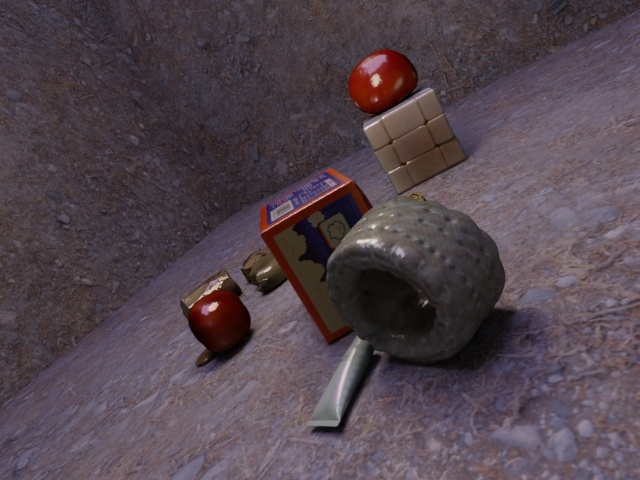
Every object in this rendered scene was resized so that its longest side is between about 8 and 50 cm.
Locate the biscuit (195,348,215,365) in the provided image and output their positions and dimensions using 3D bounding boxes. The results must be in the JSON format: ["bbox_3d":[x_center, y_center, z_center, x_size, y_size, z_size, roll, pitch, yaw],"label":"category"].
[{"bbox_3d":[-0.333,0.336,1.444,0.071,0.018,0.147,-20,20,39],"label":"biscuit"}]

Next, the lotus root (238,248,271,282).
[{"bbox_3d":[-0.250,0.089,1.986,0.170,0.075,0.261,-25,14,17],"label":"lotus root"}]

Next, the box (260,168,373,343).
[{"bbox_3d":[0.028,0.013,1.201,0.256,0.319,0.349,-31,14,1],"label":"box"}]

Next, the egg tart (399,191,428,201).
[{"bbox_3d":[0.252,-0.069,1.481,0.212,0.090,0.213,-30,13,8],"label":"egg tart"}]

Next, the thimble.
[{"bbox_3d":[0.162,0.077,0.846,0.291,0.292,0.195,-13,24,50],"label":"thimble"}]

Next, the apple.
[{"bbox_3d":[-0.299,0.240,1.386,0.168,0.181,0.181,-29,13,-23],"label":"apple"}]

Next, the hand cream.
[{"bbox_3d":[0.046,0.265,0.876,0.078,0.050,0.205,-18,23,40],"label":"hand cream"}]

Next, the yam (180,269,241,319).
[{"bbox_3d":[-0.425,0.220,1.811,0.238,0.129,0.128,-38,-19,-27],"label":"yam"}]

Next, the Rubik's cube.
[{"bbox_3d":[0.384,-0.430,1.968,0.318,0.316,0.322,-27,16,13],"label":"Rubik's cube"}]

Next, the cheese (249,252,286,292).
[{"bbox_3d":[-0.190,0.118,1.738,0.175,0.091,0.202,-30,14,9],"label":"cheese"}]

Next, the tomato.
[{"bbox_3d":[0.258,-0.680,1.977,0.298,0.226,0.299,-32,13,8],"label":"tomato"}]
